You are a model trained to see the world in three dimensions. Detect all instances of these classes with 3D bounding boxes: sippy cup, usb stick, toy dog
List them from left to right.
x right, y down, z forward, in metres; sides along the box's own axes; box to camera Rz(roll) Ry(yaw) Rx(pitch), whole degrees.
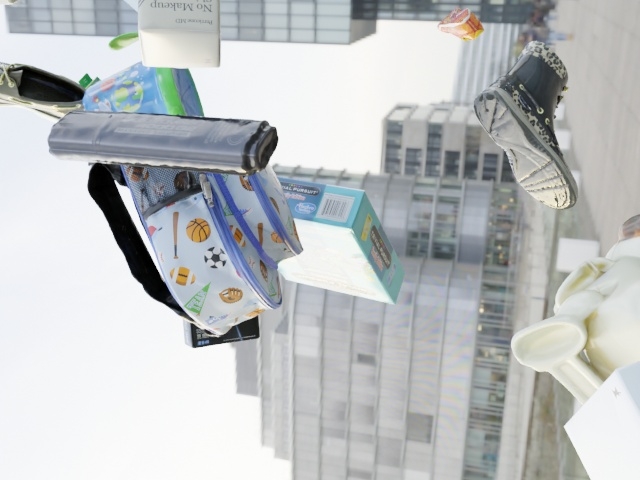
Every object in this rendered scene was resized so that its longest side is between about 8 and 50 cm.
[{"bbox_3d":[-0.399,-0.295,1.637,0.240,0.224,0.306,67,-172,-52],"label":"sippy cup"},{"bbox_3d":[-0.182,-0.111,0.810,0.077,0.277,0.045,-62,-30,-42],"label":"usb stick"},{"bbox_3d":[0.607,0.110,1.385,0.408,0.284,0.395,-41,-16,-43],"label":"toy dog"}]

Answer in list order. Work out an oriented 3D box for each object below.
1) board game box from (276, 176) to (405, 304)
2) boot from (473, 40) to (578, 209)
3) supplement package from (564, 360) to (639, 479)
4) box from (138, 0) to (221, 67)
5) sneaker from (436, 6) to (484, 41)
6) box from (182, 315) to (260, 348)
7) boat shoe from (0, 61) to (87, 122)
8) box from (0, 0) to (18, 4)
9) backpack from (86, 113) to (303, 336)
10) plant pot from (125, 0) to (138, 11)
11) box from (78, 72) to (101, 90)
[{"bbox_3d":[0.000,0.000,1.378,0.079,0.253,0.336,-69,-26,-20],"label":"board game box"},{"bbox_3d":[0.358,-0.185,1.148,0.236,0.085,0.179,49,-122,-15],"label":"boot"},{"bbox_3d":[0.433,0.210,0.735,0.198,0.262,0.199,86,166,-60],"label":"supplement package"},{"bbox_3d":[-0.195,-0.382,1.007,0.094,0.113,0.275,116,150,-70],"label":"box"},{"bbox_3d":[0.287,-0.439,1.501,0.067,0.064,0.175,45,-167,-17],"label":"sneaker"},{"bbox_3d":[-0.252,0.183,1.826,0.077,0.180,0.148,180,85,-65],"label":"box"},{"bbox_3d":[-0.667,-0.345,1.605,0.091,0.304,0.109,-35,49,48],"label":"boat shoe"},{"bbox_3d":[-0.672,-0.625,1.403,0.121,0.147,0.311,-50,-41,-34],"label":"box"},{"bbox_3d":[-0.139,-0.014,0.972,0.276,0.213,0.264,37,-146,-70],"label":"backpack"},{"bbox_3d":[-0.407,-0.761,1.897,0.247,0.247,0.252,45,152,46],"label":"plant pot"},{"bbox_3d":[-0.617,-0.377,2.041,0.179,0.043,0.105,45,-118,-24],"label":"box"}]
